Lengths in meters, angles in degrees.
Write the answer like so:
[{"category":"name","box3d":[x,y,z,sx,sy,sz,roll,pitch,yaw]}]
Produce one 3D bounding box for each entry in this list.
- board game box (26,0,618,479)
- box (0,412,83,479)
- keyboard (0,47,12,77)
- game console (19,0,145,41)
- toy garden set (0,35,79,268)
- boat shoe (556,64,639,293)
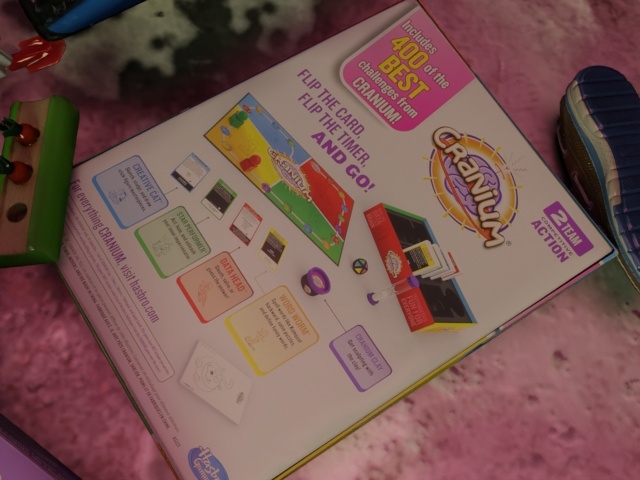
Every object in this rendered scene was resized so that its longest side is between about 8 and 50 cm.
[{"category":"board game box","box3d":[0.000,0.000,0.515,0.317,0.064,0.242,-30,75,-15]},{"category":"box","box3d":[-0.171,0.209,0.361,0.293,0.057,0.201,47,73,-17]},{"category":"keyboard","box3d":[-0.302,-0.058,0.423,0.256,0.072,0.014,-25,77,0]},{"category":"game console","box3d":[-0.096,-0.275,0.515,0.293,0.250,0.173,-40,112,-32]},{"category":"toy garden set","box3d":[-0.279,-0.076,0.489,0.244,0.049,0.203,-6,64,10]},{"category":"boat shoe","box3d":[0.219,-0.035,0.546,0.066,0.066,0.183,-4,65,-9]}]
